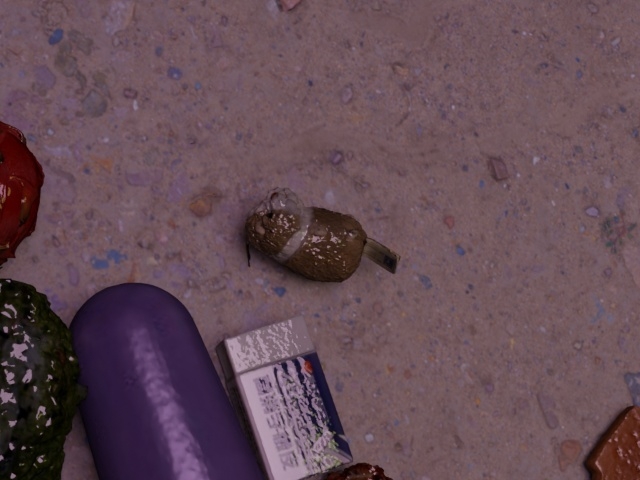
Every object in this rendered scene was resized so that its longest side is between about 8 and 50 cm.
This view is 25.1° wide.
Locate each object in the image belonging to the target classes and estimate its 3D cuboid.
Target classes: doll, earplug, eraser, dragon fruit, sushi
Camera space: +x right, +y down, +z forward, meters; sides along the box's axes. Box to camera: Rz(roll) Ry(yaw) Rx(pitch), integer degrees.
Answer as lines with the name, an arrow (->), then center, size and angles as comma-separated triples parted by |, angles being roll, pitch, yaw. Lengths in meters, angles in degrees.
doll -> 0.001, 0.000, 1.989 | 0.221, 0.105, 0.115 | 15, 108, -16
earplug -> -0.184, 0.268, 1.802 | 0.215, 0.215, 0.456 | -16, 78, -23
eraser -> -0.049, 0.218, 1.932 | 0.124, 0.068, 0.210 | -16, 81, -21
dragon fruit -> -0.434, -0.068, 1.819 | 0.172, 0.172, 0.210 | -18, 74, -23
sushi -> -0.459, 0.192, 1.685 | 0.351, 0.178, 0.294 | -3, 80, 1

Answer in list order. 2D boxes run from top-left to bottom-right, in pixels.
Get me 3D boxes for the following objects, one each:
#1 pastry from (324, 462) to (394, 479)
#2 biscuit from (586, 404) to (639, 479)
pastry -> 0.080, 0.393, 1.918 | 0.115, 0.097, 0.209 | -22, 82, -34
biscuit -> 0.472, 0.392, 2.085 | 0.283, 0.043, 0.306 | 1, 73, -18
